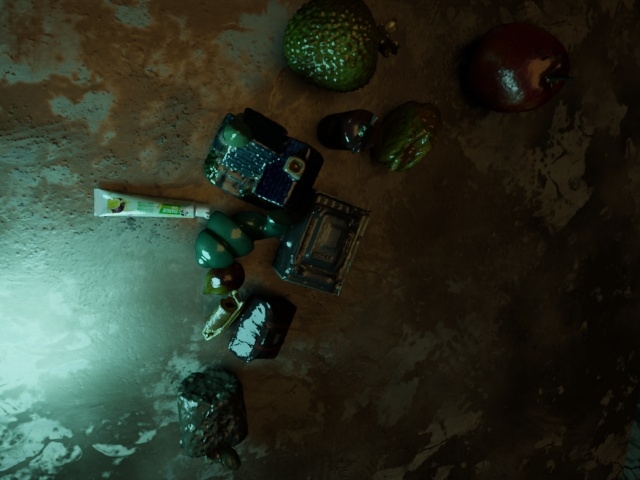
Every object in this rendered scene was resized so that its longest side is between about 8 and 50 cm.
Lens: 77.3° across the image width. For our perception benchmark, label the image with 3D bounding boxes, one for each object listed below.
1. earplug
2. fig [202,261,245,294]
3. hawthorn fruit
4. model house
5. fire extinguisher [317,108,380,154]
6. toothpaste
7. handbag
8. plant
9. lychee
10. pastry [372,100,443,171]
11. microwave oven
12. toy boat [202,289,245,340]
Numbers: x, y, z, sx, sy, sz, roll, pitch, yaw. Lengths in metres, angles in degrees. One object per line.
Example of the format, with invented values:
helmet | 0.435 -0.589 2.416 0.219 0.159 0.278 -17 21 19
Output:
earplug | -0.232 -0.007 1.171 0.280 0.257 0.164 -43 137 -13
fig | -0.311 0.129 1.260 0.109 0.103 0.155 31 118 -35
hawthorn fruit | 0.669 -0.557 1.318 0.285 0.369 0.284 -12 125 -17
model house | -0.157 -0.221 1.139 0.298 0.284 0.243 25 88 -23
fire extinguisher | 0.083 -0.311 1.166 0.114 0.337 0.135 31 92 -21
toothpaste | -0.485 -0.100 1.169 0.314 0.056 0.058 3 61 -17
handbag | -0.182 0.283 1.305 0.169 0.155 0.215 12 102 -63
plant | -0.348 0.595 1.292 0.213 0.215 0.312 -3 106 -23
lychee | 0.057 -0.560 1.146 0.320 0.270 0.270 6 103 18
pastry | 0.289 -0.332 1.294 0.132 0.235 0.240 25 108 -27
microwave oven | 0.000 0.000 1.295 0.237 0.181 0.295 19 96 -24
toy boat | -0.312 0.239 1.253 0.226 0.068 0.088 -47 159 28
